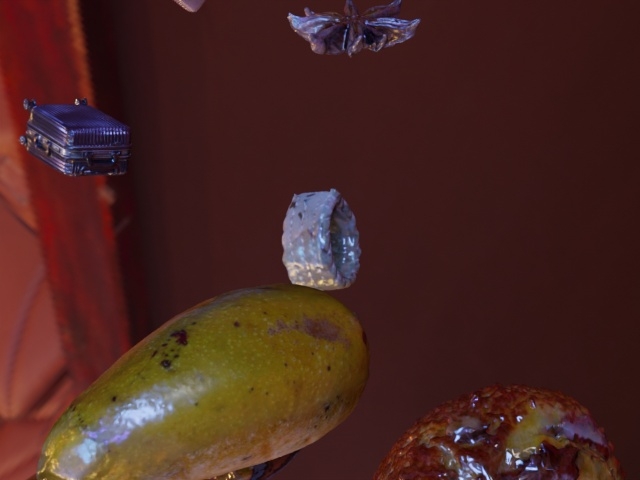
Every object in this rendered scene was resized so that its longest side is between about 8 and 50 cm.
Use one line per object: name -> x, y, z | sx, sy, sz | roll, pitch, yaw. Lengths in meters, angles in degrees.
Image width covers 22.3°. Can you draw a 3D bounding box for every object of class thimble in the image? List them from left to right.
thimble -> 0.000, 0.000, 1.762 | 0.084, 0.062, 0.109 | -13, -85, -62

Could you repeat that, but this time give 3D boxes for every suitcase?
suitcase -> -0.260, -0.110, 1.727 | 0.086, 0.059, 0.126 | -5, -159, -35

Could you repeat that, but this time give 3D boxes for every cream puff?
cream puff -> 0.195, 0.308, 1.866 | 0.350, 0.350, 0.228 | 43, -172, -36

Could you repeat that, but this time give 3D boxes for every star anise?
star anise -> 0.032, -0.221, 1.698 | 0.141, 0.141, 0.042 | -137, 40, -54

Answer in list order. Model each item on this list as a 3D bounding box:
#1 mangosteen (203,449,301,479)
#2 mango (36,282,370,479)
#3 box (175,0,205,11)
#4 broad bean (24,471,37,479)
mangosteen -> -0.121, 0.213, 2.008 | 0.211, 0.211, 0.250 | 43, -171, 6
mango -> -0.102, 0.134, 1.458 | 0.330, 0.176, 0.175 | -11, -140, -40
box -> -0.115, -0.292, 1.664 | 0.048, 0.115, 0.025 | 37, 175, -36
broad bean -> -0.429, 0.424, 2.464 | 0.119, 0.291, 0.238 | 66, 163, -5
